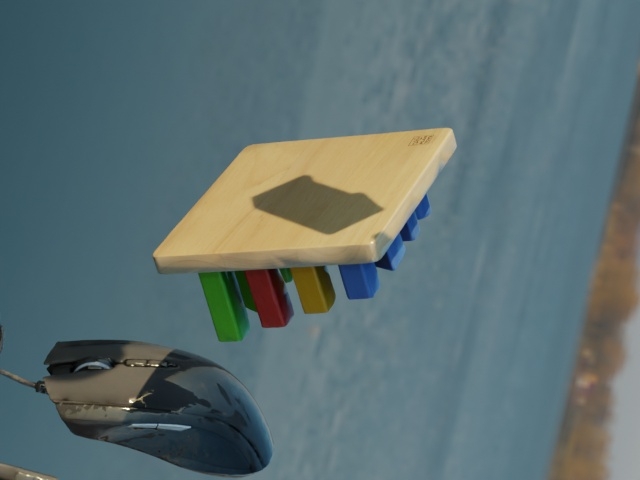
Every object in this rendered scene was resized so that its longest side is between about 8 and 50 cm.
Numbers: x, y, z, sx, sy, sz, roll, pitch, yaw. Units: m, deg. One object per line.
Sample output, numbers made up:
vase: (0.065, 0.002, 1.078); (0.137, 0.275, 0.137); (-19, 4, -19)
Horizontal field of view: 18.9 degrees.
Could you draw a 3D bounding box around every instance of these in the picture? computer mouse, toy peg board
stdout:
computer mouse: (-0.148, 0.125, 1.396); (0.184, 0.262, 0.060); (-90, -157, -58)
toy peg board: (0.000, 0.000, 1.287); (0.161, 0.160, 0.079); (-54, 134, -52)
